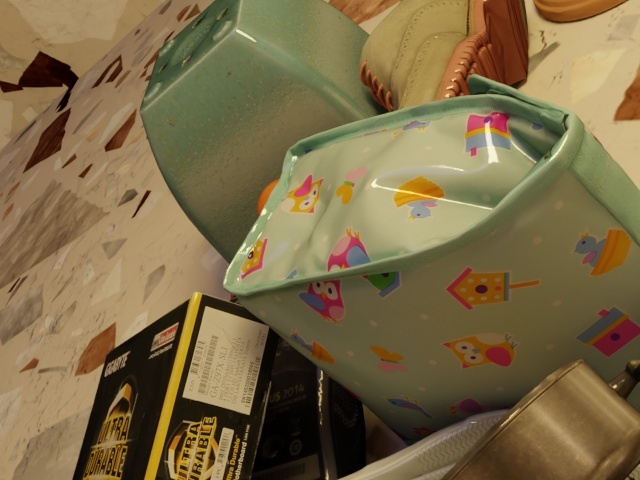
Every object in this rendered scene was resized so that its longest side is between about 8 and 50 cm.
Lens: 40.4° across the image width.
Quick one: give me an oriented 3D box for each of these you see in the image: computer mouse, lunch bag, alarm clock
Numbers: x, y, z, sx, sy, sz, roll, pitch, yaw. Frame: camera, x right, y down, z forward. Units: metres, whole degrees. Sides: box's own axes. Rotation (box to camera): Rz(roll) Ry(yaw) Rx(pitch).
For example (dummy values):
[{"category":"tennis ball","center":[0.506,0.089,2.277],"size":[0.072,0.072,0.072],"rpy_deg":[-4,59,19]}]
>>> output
[{"category":"computer mouse","center":[-0.009,0.151,0.700],"size":[0.188,0.072,0.272],"rpy_deg":[-20,51,33]},{"category":"lunch bag","center":[0.108,0.022,0.555],"size":[0.262,0.223,0.160],"rpy_deg":[-15,42,46]},{"category":"alarm clock","center":[0.117,0.109,0.428],"size":[0.064,0.129,0.192],"rpy_deg":[42,97,23]}]

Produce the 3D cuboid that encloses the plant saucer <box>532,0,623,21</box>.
[{"category":"plant saucer","center":[0.302,-0.314,0.905],"size":[0.200,0.037,0.200],"rpy_deg":[-35,31,25]}]

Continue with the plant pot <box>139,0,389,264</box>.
[{"category":"plant pot","center":[-0.054,-0.137,0.962],"size":[0.247,0.252,0.248],"rpy_deg":[-36,30,25]}]

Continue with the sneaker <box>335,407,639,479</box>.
[{"category":"sneaker","center":[0.076,0.164,0.548],"size":[0.258,0.091,0.094],"rpy_deg":[-16,76,11]}]

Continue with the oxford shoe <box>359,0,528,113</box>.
[{"category":"oxford shoe","center":[0.106,-0.136,0.822],"size":[0.146,0.141,0.397],"rpy_deg":[-6,35,25]}]

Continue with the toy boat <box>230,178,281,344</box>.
[{"category":"toy boat","center":[0.000,0.000,0.818],"size":[0.231,0.151,0.151],"rpy_deg":[-35,30,24]}]

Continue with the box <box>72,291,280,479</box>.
[{"category":"box","center":[-0.142,0.200,0.700],"size":[0.322,0.079,0.257],"rpy_deg":[150,134,-62]}]
